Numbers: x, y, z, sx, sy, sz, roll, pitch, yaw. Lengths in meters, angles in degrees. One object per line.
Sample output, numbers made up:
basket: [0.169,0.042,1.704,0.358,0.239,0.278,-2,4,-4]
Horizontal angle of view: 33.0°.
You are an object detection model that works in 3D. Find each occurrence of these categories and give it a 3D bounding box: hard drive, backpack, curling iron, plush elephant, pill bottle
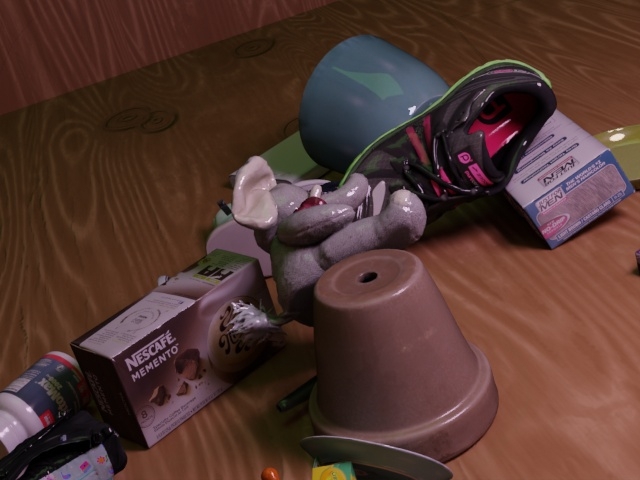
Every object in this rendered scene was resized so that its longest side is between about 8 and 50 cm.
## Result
hard drive: [-0.033,-0.195,2.458,0.203,0.040,0.307,8,34,43]
backpack: [-0.369,0.325,1.496,0.182,0.115,0.152,-33,17,-29]
curling iron: [0.033,0.185,1.625,0.068,0.035,0.274,13,37,41]
plush elephant: [0.000,0.000,1.631,0.330,0.272,0.255,-20,49,6]
pill bottle: [-0.448,0.264,1.679,0.108,0.108,0.180,2,31,35]

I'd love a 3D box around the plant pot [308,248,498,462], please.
plant pot: [0.088,0.145,1.446,0.263,0.229,0.263,-14,26,7]

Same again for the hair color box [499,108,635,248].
hair color box: [0.396,-0.131,1.926,0.174,0.105,0.347,-36,24,6]

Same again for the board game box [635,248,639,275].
board game box: [0.671,-0.023,1.648,0.346,0.056,0.208,-31,24,-28]

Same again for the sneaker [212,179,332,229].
sneaker: [-0.098,-0.069,2.172,0.255,0.094,0.151,-23,22,-16]

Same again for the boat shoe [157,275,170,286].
boat shoe: [-0.236,0.111,1.926,0.083,0.065,0.183,-19,31,-8]

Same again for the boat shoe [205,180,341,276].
boat shoe: [-0.052,-0.027,2.045,0.340,0.127,0.158,-11,18,-6]

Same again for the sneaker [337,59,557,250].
sneaker: [0.206,-0.132,1.853,0.483,0.185,0.202,-46,19,-1]

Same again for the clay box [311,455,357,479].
clay box: [0.027,0.344,1.188,0.053,0.127,0.222,-12,26,9]

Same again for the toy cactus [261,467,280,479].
toy cactus: [-0.081,0.351,1.229,0.180,0.112,0.219,-49,-14,4]

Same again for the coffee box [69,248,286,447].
coffee box: [-0.214,0.160,1.677,0.297,0.168,0.118,-34,30,-34]

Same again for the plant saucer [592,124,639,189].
plant saucer: [0.571,-0.148,1.979,0.240,0.037,0.241,-13,25,6]

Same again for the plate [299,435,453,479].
plate: [0.064,0.272,1.295,0.188,0.188,0.024,-1,65,31]

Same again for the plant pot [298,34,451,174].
plant pot: [0.143,-0.240,2.172,0.293,0.293,0.235,-32,42,-29]
